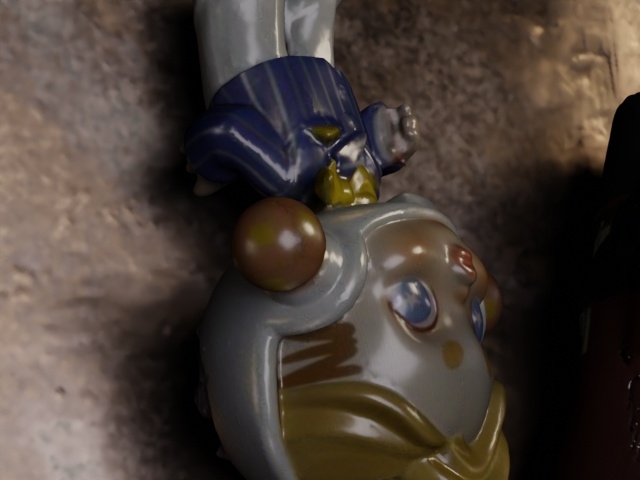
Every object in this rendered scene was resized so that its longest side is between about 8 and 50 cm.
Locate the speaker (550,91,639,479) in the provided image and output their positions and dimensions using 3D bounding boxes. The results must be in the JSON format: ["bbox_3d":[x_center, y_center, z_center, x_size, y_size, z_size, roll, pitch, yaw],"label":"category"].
[{"bbox_3d":[0.140,0.073,0.825,0.259,0.198,0.329,28,61,-50],"label":"speaker"}]

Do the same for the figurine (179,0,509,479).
[{"bbox_3d":[-0.006,-0.005,0.820,0.274,0.133,0.194,66,24,-2],"label":"figurine"}]
